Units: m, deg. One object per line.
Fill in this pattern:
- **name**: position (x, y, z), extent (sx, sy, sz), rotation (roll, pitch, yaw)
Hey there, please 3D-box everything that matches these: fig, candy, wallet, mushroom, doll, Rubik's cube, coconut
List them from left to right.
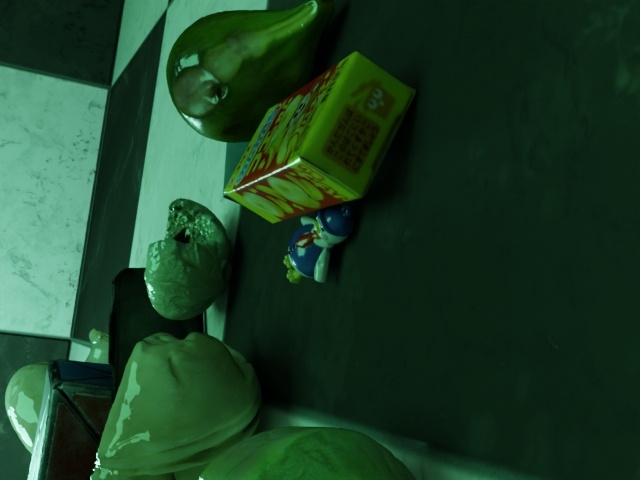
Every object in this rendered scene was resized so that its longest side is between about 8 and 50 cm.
- **mushroom**: position (-0.639, 0.402, 2.085), extent (0.315, 0.315, 0.356), rotation (-148, 57, -66)
- **Rubik's cube**: position (-0.390, 0.373, 1.560), extent (0.260, 0.259, 0.255), rotation (-171, 92, -72)
- **wallet**: position (-0.289, 0.173, 1.509), extent (0.045, 0.172, 0.318), rotation (101, 163, -47)
- **fig**: position (-0.079, -0.259, 1.204), extent (0.275, 0.206, 0.206), rotation (-28, 50, 28)
- **coconut**: position (-0.012, 0.270, 0.753), extent (0.204, 0.236, 0.236), rotation (-52, 8, -30)
- **candy**: position (-0.011, -0.110, 1.000), extent (0.146, 0.088, 0.276), rotation (-64, 18, -14)
- **doll**: position (0.000, 0.000, 1.028), extent (0.143, 0.057, 0.099), rotation (-47, 46, 45)

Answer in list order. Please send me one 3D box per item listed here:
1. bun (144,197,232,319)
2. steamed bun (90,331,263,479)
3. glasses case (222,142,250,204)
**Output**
- **bun**: position (-0.212, 0.032, 1.431), extent (0.204, 0.126, 0.212), rotation (85, -169, -67)
- **steamed bun**: position (-0.175, 0.256, 1.158), extent (0.276, 0.203, 0.289), rotation (-67, -2, -68)
- **glasses case**: position (-0.119, -0.199, 1.394), extent (0.105, 0.056, 0.266), rotation (144, 132, -61)
